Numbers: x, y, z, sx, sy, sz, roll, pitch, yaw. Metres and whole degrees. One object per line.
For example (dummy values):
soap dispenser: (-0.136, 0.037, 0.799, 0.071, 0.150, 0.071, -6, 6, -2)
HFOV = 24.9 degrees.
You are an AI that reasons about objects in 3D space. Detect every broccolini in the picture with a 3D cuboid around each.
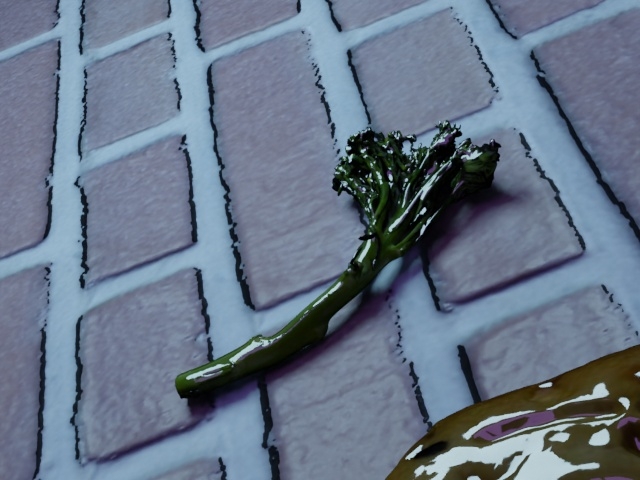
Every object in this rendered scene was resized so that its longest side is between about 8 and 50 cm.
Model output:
broccolini: (-0.006, 0.006, 0.974, 0.271, 0.062, 0.123, -40, 26, -17)

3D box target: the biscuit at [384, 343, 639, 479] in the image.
biscuit: (0.139, 0.172, 0.647, 0.359, 0.046, 0.359, -18, 33, 12)
